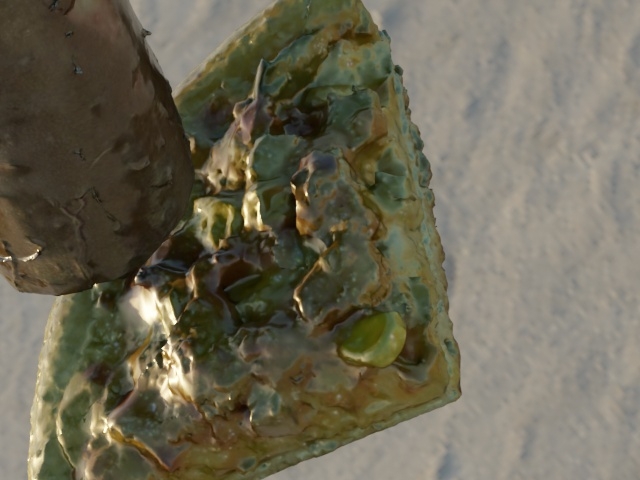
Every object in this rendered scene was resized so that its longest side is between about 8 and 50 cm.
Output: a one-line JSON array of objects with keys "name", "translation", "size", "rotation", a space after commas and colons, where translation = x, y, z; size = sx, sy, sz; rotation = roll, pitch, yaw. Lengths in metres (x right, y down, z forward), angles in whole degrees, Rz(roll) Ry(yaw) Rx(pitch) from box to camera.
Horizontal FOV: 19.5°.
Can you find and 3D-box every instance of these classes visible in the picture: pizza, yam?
[{"name": "pizza", "translation": [-0.066, 0.010, 1.008], "size": [0.268, 0.087, 0.258], "rotation": [-27, 54, 24]}, {"name": "yam", "translation": [-0.142, -0.083, 0.881], "size": [0.128, 0.238, 0.129], "rotation": [-13, 47, 7]}]
